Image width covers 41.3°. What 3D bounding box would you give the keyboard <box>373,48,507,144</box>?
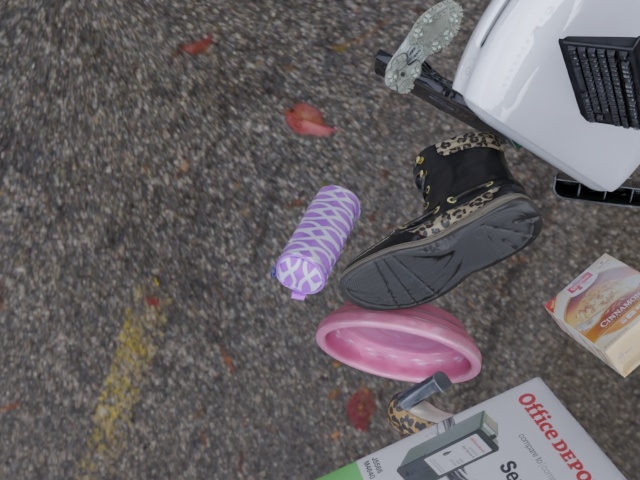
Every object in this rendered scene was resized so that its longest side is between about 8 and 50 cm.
[{"bbox_3d":[0.246,-0.285,1.642,0.317,0.201,0.033,29,88,1],"label":"keyboard"}]

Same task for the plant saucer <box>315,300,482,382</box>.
[{"bbox_3d":[0.159,0.196,1.702,0.332,0.332,0.084,24,64,-23],"label":"plant saucer"}]

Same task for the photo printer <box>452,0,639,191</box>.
[{"bbox_3d":[0.320,-0.220,1.027,0.307,0.107,0.256,24,109,-36],"label":"photo printer"}]

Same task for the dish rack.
[{"bbox_3d":[0.569,-0.207,1.638,0.208,0.074,0.271,7,112,6],"label":"dish rack"}]

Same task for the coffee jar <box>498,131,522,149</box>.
[{"bbox_3d":[0.399,-0.256,1.540,0.184,0.079,0.096,-39,137,8],"label":"coffee jar"}]

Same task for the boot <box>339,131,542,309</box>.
[{"bbox_3d":[0.207,-0.043,1.579,0.377,0.284,0.138,-29,122,20],"label":"boot"}]

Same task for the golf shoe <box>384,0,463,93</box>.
[{"bbox_3d":[0.165,-0.333,1.427,0.069,0.086,0.176,36,106,-18],"label":"golf shoe"}]

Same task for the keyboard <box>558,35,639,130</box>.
[{"bbox_3d":[0.313,-0.159,0.884,0.180,0.108,0.023,36,65,-60],"label":"keyboard"}]

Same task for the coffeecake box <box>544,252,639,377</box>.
[{"bbox_3d":[0.479,0.116,1.385,0.142,0.185,0.068,-41,114,0],"label":"coffeecake box"}]

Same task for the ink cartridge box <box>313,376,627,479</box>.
[{"bbox_3d":[0.143,0.272,0.803,0.273,0.198,0.115,-25,115,-2],"label":"ink cartridge box"}]

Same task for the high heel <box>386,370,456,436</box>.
[{"bbox_3d":[0.228,0.391,1.595,0.093,0.261,0.186,-13,159,-40],"label":"high heel"}]

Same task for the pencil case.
[{"bbox_3d":[0.000,0.000,1.332,0.086,0.206,0.088,11,132,18],"label":"pencil case"}]
